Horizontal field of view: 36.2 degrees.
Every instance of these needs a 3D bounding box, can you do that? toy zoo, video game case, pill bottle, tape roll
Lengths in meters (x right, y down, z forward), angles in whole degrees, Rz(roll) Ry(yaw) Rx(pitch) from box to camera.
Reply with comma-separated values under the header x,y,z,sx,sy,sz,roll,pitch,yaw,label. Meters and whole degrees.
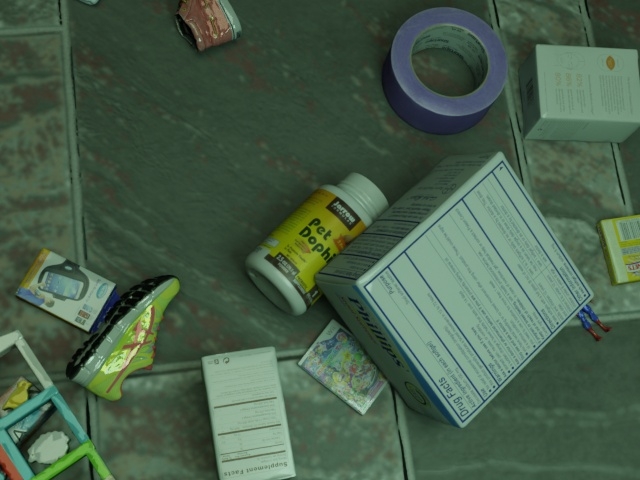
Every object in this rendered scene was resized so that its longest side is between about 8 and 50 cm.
x,y,z,sx,sy,sz,roll,pitch,yaw,label
-0.427,0.253,1.290,0.192,0.030,0.293,-34,82,-16,toy zoo
0.040,0.186,1.444,0.122,0.011,0.087,38,73,5,video game case
0.000,0.000,1.437,0.117,0.117,0.215,43,73,6,pill bottle
0.197,-0.270,1.564,0.189,0.080,0.189,2,73,-6,tape roll

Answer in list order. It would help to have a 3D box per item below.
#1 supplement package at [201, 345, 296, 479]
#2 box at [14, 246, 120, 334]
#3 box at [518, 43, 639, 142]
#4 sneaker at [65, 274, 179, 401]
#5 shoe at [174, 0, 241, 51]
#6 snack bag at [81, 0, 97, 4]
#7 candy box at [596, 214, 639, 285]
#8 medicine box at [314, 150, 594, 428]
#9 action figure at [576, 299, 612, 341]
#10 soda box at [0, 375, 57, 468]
x,y,z,sx,sy,sz,roll,pitch,yaw,label
-0.102,0.249,1.357,0.105,0.105,0.179,-8,75,-10,supplement package
-0.360,0.076,1.415,0.136,0.028,0.081,26,72,2,box
0.418,-0.234,1.576,0.171,0.091,0.130,2,73,-7,box
-0.263,0.138,1.391,0.094,0.081,0.208,47,67,-21,sneaker
-0.201,-0.384,1.553,0.081,0.063,0.178,-27,83,-19,shoe
-0.437,-0.568,1.591,0.343,0.037,0.323,28,72,1,snack bag
0.549,0.005,1.556,0.206,0.027,0.105,-8,77,-9,candy box
0.189,0.063,1.381,0.289,0.149,0.263,-41,107,-16,medicine box
0.399,0.102,1.509,0.038,0.030,0.115,-41,81,-11,action figure
-0.445,0.273,1.330,0.063,0.058,0.183,40,73,5,soda box
